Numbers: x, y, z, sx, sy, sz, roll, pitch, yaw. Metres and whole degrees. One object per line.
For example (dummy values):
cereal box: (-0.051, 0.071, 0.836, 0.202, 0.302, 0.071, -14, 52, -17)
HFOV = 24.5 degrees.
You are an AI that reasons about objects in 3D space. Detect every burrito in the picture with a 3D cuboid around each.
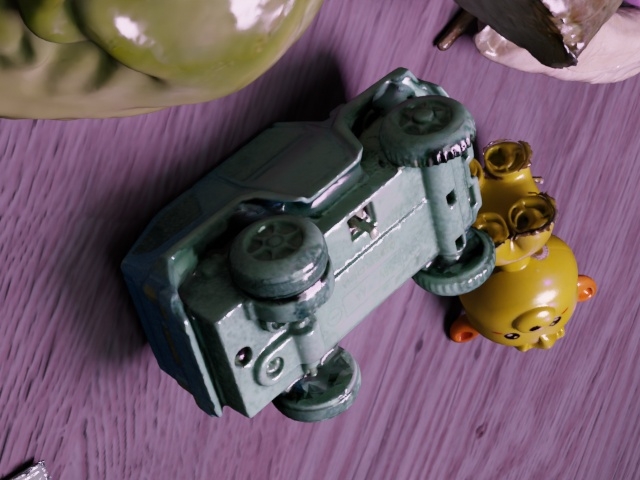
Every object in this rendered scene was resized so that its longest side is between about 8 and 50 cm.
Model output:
burrito: (0.225, -0.177, 1.274, 0.275, 0.059, 0.082, -2, 135, -52)

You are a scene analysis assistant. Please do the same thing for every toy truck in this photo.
toy truck: (0.000, 0.000, 1.058, 0.279, 0.156, 0.155, -40, 137, -26)

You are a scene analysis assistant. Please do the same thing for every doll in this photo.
doll: (0.168, 0.024, 1.306, 0.143, 0.135, 0.221, -22, 142, 2)

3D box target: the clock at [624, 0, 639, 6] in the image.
clock: (0.336, -0.338, 1.292, 0.248, 0.090, 0.228, -41, 137, -22)

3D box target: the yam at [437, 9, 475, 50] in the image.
yam: (0.130, -0.194, 1.203, 0.107, 0.014, 0.014, -50, 140, -15)

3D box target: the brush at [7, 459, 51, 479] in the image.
brush: (-0.271, 0.232, 1.010, 0.218, 0.010, 0.083, -30, 133, -32)

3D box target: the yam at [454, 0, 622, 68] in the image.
yam: (0.187, -0.290, 1.069, 0.300, 0.195, 0.195, -52, 141, -11)

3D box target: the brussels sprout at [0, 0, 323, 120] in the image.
brussels sprout: (-0.125, -0.206, 0.693, 0.328, 0.247, 0.328, -1, 96, -12)
